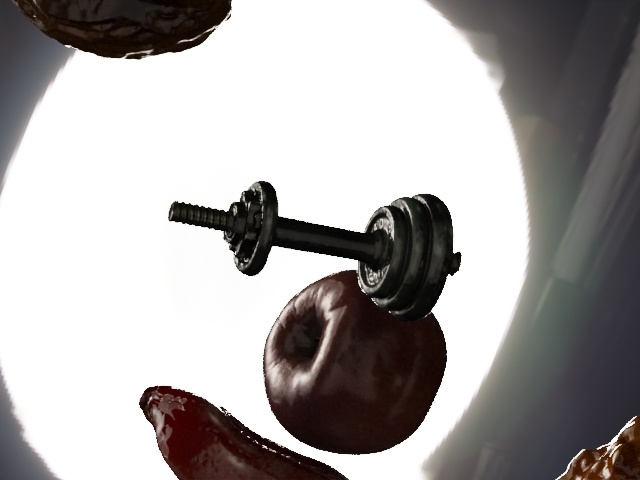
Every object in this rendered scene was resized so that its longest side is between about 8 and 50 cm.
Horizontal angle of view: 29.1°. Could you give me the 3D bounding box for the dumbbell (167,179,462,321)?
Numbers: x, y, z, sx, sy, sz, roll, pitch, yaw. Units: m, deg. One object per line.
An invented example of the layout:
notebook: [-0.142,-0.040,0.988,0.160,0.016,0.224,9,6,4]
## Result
dumbbell: [0.000,0.000,1.006,0.110,0.255,0.110,-170,-90,-69]

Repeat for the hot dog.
hot dog: [-0.167,-0.232,0.952,0.227,0.160,0.099,59,-30,11]

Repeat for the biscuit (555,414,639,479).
biscuit: [0.427,0.356,1.449,0.318,0.312,0.110,-39,-173,5]

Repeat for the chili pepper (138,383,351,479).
chili pepper: [-0.057,0.209,1.036,0.136,0.253,0.144,-56,174,29]

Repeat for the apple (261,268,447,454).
apple: [0.054,0.190,1.858,0.306,0.235,0.305,-37,-140,39]
